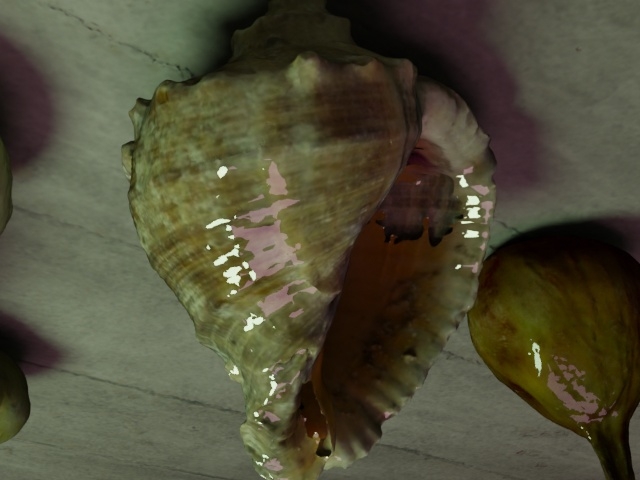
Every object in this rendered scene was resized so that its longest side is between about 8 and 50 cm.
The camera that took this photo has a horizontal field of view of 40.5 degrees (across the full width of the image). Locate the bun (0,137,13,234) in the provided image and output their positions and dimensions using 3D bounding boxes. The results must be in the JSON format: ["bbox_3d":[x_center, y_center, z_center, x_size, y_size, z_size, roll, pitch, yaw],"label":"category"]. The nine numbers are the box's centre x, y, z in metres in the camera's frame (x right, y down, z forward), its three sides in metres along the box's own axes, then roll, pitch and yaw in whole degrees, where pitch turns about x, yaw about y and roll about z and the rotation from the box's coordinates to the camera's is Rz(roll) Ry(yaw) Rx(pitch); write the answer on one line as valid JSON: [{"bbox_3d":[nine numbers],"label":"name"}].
[{"bbox_3d":[-0.331,-0.057,0.618,0.222,0.127,0.222,-14,150,-8],"label":"bun"}]

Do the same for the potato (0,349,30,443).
[{"bbox_3d":[-0.416,0.165,0.906,0.235,0.160,0.178,11,-176,-45],"label":"potato"}]

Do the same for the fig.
[{"bbox_3d":[0.242,0.142,0.870,0.191,0.290,0.190,1,171,0],"label":"fig"}]

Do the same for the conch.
[{"bbox_3d":[-0.010,-0.008,0.653,0.297,0.210,0.352,-5,119,-36],"label":"conch"}]
